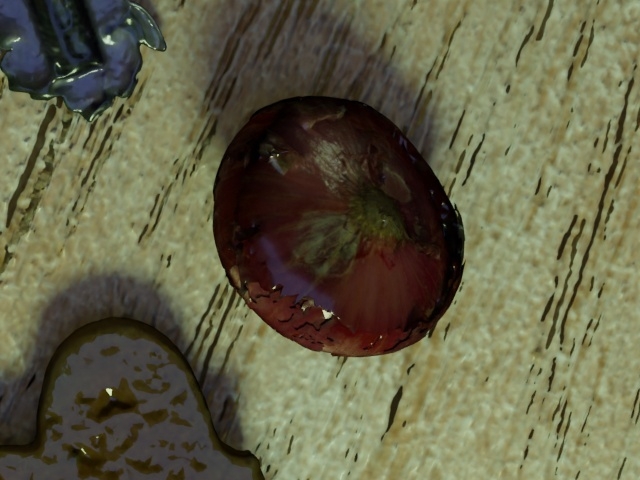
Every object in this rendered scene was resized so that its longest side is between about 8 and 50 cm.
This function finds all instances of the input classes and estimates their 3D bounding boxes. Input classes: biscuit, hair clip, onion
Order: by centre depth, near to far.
[{"bbox_3d":[-0.171,-0.169,1.220,0.124,0.052,0.195,-22,110,1],"label":"hair clip"},{"bbox_3d":[0.000,0.000,1.243,0.184,0.184,0.147,35,136,-15],"label":"onion"},{"bbox_3d":[-0.212,0.265,1.273,0.394,0.076,0.368,-17,90,-8],"label":"biscuit"}]
